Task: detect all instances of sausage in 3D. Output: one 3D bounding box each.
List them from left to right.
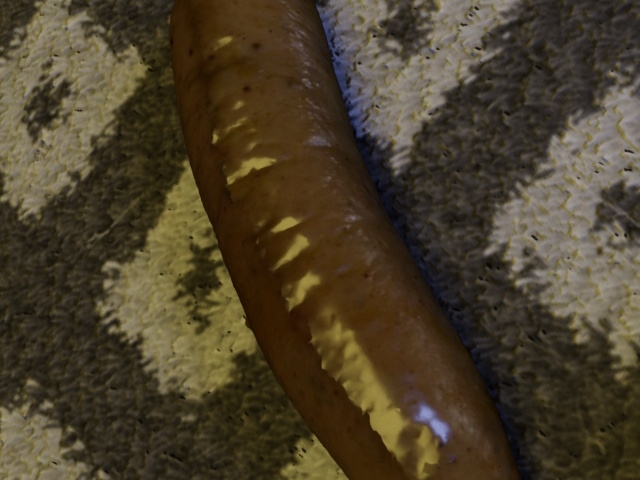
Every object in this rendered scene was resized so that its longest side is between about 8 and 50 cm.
[{"bbox_3d":[-0.003,0.001,1.222,0.136,0.123,0.501,-20,62,-5],"label":"sausage"}]
